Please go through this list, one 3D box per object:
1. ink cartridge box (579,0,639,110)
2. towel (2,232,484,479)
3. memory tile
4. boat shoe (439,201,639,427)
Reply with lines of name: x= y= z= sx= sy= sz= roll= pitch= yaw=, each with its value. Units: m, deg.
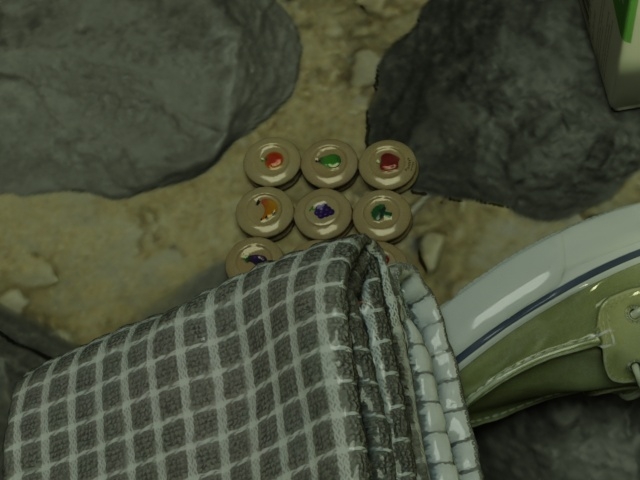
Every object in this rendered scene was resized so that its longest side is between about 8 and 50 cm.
ink cartridge box: x=0.204 y=-0.219 z=1.003 sx=0.092 sy=0.160 sz=0.219 roll=-9 pitch=61 yaw=-1
towel: x=-0.040 y=0.160 z=0.796 sx=0.235 sy=0.121 sz=0.284 roll=-24 pitch=58 yaw=25
memory tile: x=0.000 y=0.000 z=0.986 sx=0.113 sy=0.012 sz=0.148 roll=3 pitch=62 yaw=7
boat shoe: x=0.182 y=0.038 z=0.895 sx=0.302 sy=0.109 sz=0.094 roll=-25 pitch=64 yaw=-12
